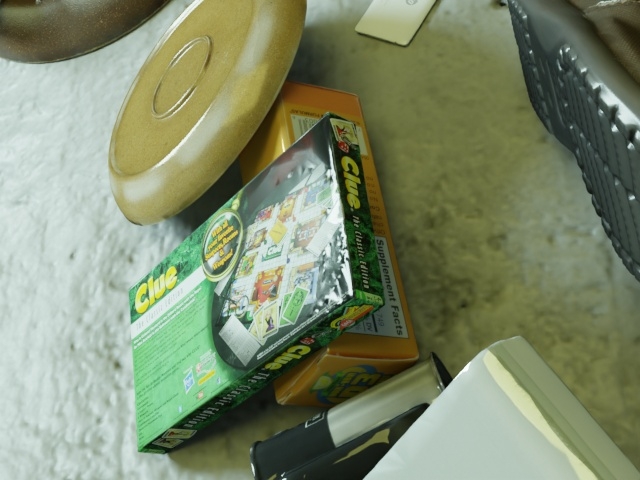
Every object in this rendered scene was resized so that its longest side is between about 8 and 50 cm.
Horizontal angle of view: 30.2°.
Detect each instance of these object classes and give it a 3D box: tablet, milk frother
[{"bbox_3d":[0.069,-0.199,0.978,0.054,0.006,0.083,23,75,33],"label":"tablet"},{"bbox_3d":[0.045,0.167,0.737,0.135,0.129,0.143,-28,97,9],"label":"milk frother"}]

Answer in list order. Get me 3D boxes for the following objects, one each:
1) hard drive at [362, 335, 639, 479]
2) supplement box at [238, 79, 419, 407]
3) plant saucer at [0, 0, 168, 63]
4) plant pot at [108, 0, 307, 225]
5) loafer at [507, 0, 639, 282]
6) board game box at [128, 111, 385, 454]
[{"bbox_3d":[0.130,0.252,0.552,0.353,0.047,0.233,52,124,23],"label":"hard drive"},{"bbox_3d":[0.000,0.000,0.840,0.078,0.080,0.233,-51,38,46],"label":"supplement box"},{"bbox_3d":[-0.239,-0.315,1.165,0.311,0.050,0.310,-11,57,18],"label":"plant saucer"},{"bbox_3d":[-0.100,-0.122,0.932,0.236,0.032,0.236,-36,36,32],"label":"plant pot"},{"bbox_3d":[0.210,-0.095,0.715,0.130,0.134,0.366,-17,31,4],"label":"loafer"},{"bbox_3d":[-0.055,0.038,0.805,0.260,0.030,0.136,-37,52,42],"label":"board game box"}]
